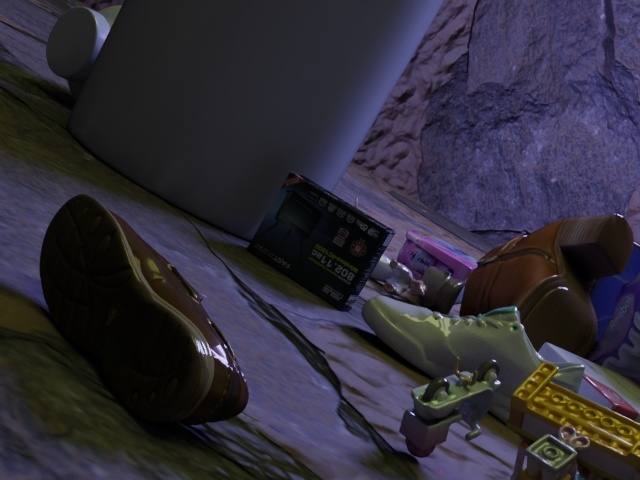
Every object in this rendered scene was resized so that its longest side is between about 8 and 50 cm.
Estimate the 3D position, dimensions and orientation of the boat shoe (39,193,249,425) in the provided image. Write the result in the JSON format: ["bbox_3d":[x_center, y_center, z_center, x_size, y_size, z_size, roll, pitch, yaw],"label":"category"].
[{"bbox_3d":[-0.100,0.040,0.586,0.060,0.064,0.178,29,12,-49],"label":"boat shoe"}]

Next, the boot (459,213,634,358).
[{"bbox_3d":[0.237,0.075,1.313,0.109,0.283,0.220,48,-33,-18],"label":"boot"}]

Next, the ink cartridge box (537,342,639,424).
[{"bbox_3d":[0.306,0.184,1.100,0.198,0.067,0.115,23,14,-37],"label":"ink cartridge box"}]

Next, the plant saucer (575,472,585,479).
[{"bbox_3d":[0.297,0.205,0.832,0.192,0.018,0.067,2,4,9],"label":"plant saucer"}]

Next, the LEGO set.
[{"bbox_3d":[0.175,0.185,0.654,0.132,0.107,0.287,-15,37,-27],"label":"LEGO set"}]

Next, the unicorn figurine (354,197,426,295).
[{"bbox_3d":[0.066,0.022,1.337,0.162,0.060,0.111,48,11,10],"label":"unicorn figurine"}]

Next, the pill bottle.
[{"bbox_3d":[-0.232,-0.219,1.413,0.146,0.146,0.264,36,9,36],"label":"pill bottle"}]

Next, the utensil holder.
[{"bbox_3d":[-0.066,-0.229,1.206,0.327,0.386,0.327,30,8,-5],"label":"utensil holder"}]

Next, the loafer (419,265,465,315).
[{"bbox_3d":[0.149,0.064,1.365,0.050,0.056,0.148,29,-2,2],"label":"loafer"}]

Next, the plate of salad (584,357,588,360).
[{"bbox_3d":[0.403,0.210,1.376,0.199,0.048,0.200,29,9,-5],"label":"plate of salad"}]

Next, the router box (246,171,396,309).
[{"bbox_3d":[0.000,0.000,1.070,0.122,0.092,0.038,32,8,17],"label":"router box"}]

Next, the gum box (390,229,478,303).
[{"bbox_3d":[0.177,0.039,1.574,0.107,0.062,0.188,32,8,15],"label":"gum box"}]

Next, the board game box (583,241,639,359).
[{"bbox_3d":[0.445,0.129,1.458,0.232,0.141,0.291,31,-6,7],"label":"board game box"}]

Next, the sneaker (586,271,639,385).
[{"bbox_3d":[0.368,0.106,1.233,0.095,0.236,0.105,14,40,-15],"label":"sneaker"}]

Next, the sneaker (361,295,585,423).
[{"bbox_3d":[0.144,0.094,0.994,0.212,0.094,0.080,31,9,7],"label":"sneaker"}]
